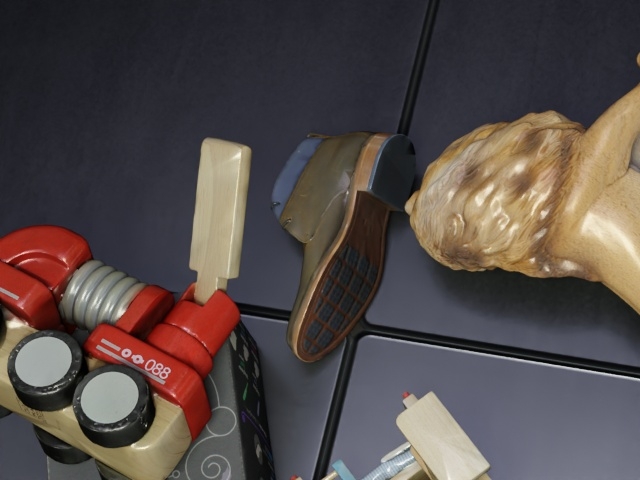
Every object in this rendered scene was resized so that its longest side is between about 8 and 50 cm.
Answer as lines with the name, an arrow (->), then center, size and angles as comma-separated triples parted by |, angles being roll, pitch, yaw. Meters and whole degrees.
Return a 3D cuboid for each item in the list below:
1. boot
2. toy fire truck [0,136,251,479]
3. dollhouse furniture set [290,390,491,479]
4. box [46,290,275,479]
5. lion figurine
boot -> 0.000, 0.000, 1.497 | 0.106, 0.082, 0.219 | 13, 72, 40
toy fire truck -> -0.158, 0.037, 1.307 | 0.217, 0.158, 0.246 | 25, 62, 21
dollhouse furniture set -> 0.053, 0.192, 1.324 | 0.129, 0.183, 0.129 | -36, 64, -6
box -> -0.128, 0.196, 1.380 | 0.165, 0.143, 0.270 | -12, 65, 6
lion figurine -> 0.277, 0.008, 1.391 | 0.392, 0.142, 0.240 | 39, 86, 19
